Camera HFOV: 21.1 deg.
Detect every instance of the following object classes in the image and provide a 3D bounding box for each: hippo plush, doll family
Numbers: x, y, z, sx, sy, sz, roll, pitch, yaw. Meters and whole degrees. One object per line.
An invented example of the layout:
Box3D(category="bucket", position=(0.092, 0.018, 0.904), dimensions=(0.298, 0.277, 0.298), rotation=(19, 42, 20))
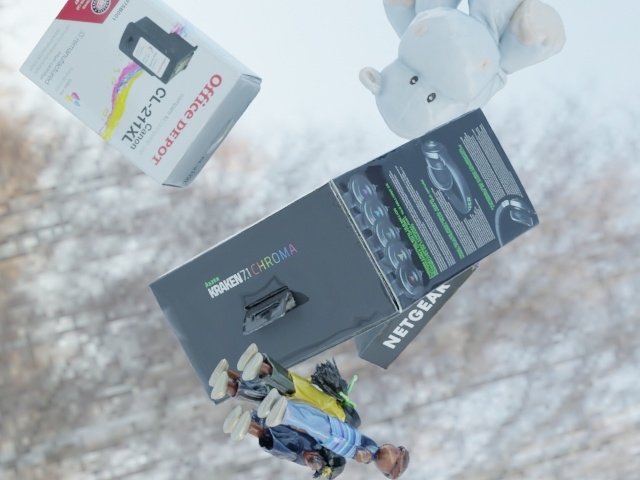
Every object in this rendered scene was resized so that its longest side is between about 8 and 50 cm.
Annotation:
Box3D(category="hippo plush", position=(0.133, -0.233, 2.137), dimensions=(0.234, 0.236, 0.294), rotation=(45, -55, 8))
Box3D(category="doll family", position=(-0.007, 0.132, 1.241), dimensions=(0.076, 0.111, 0.193), rotation=(-54, -160, 11))

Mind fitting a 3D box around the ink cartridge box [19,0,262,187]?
Box3D(category="ink cartridge box", position=(-0.161, -0.149, 1.551), dimensions=(0.175, 0.127, 0.072), rotation=(38, 8, 11))

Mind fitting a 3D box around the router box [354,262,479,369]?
Box3D(category="router box", position=(0.100, 0.041, 1.961), dimensions=(0.179, 0.046, 0.133), rotation=(-51, -151, 28))

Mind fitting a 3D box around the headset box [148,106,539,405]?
Box3D(category="headset box", position=(0.020, 0.014, 1.571), dimensions=(0.246, 0.283, 0.131), rotation=(-28, -90, 37))
